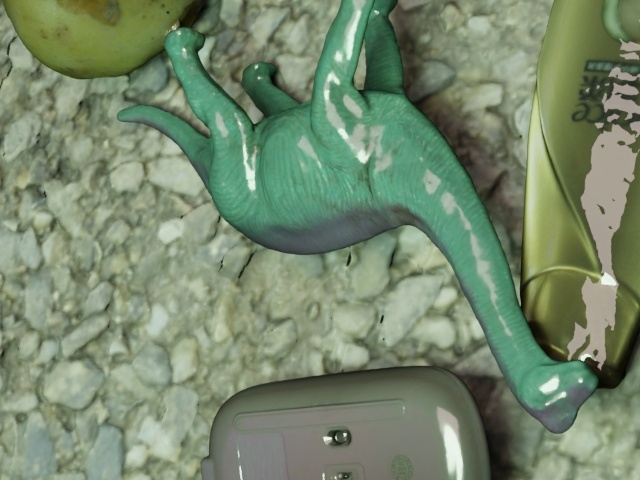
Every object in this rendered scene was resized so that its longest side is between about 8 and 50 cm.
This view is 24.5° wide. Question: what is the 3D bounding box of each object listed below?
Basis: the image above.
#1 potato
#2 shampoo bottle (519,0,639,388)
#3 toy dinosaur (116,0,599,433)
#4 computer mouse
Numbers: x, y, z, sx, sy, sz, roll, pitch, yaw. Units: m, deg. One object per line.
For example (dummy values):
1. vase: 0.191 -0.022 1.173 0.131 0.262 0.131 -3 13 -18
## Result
1. potato: -0.147 -0.247 1.125 0.165 0.165 0.262 32 97 32
2. shampoo bottle: 0.194 -0.079 0.935 0.125 0.084 0.350 11 80 26
3. toy dinosaur: 0.000 0.000 0.995 0.383 0.129 0.331 -24 71 44
4. computer mouse: 0.019 0.145 0.952 0.232 0.057 0.120 -12 82 41
